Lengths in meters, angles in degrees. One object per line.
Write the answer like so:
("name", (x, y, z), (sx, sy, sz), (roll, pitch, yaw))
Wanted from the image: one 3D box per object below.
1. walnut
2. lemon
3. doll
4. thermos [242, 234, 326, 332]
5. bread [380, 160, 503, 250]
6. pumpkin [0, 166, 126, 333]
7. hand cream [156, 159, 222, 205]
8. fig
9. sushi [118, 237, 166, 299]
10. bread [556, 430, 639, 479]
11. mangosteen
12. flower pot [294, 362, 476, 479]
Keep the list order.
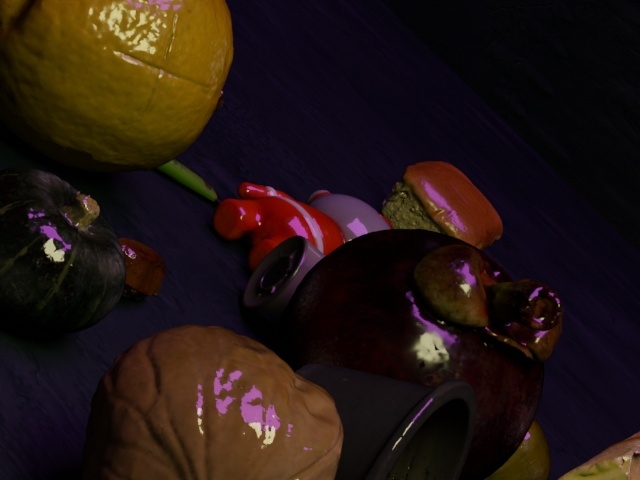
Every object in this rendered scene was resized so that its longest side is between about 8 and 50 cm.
("walnut", (-0.088, 0.174, 1.340), (0.228, 0.228, 0.228), (37, 17, -13))
("lemon", (-0.244, -0.217, 1.860), (0.297, 0.297, 0.297), (37, 17, -13))
("doll", (0.000, 0.000, 2.155), (0.200, 0.105, 0.336), (46, 25, 25))
("thermos", (0.024, 0.088, 1.925), (0.193, 0.137, 0.105), (41, 46, -21))
("bread", (0.190, -0.039, 2.615), (0.174, 0.121, 0.245), (43, 15, 12))
("pumpkin", (-0.254, 0.008, 1.523), (0.167, 0.125, 0.167), (22, 37, -18))
("hand cream", (-0.169, -0.079, 2.104), (0.122, 0.023, 0.036), (34, 14, -33))
("fig", (0.173, 0.273, 1.864), (0.124, 0.124, 0.236), (42, 41, 3))
("sushi", (-0.192, 0.032, 1.723), (0.052, 0.055, 0.120), (32, 5, 10))
("bread", (0.375, 0.353, 1.927), (0.236, 0.198, 0.263), (53, 21, 14))
("mangosteen", (0.096, 0.113, 1.731), (0.297, 0.293, 0.297), (3, 41, -3))
("flower pot", (0.022, 0.206, 1.528), (0.148, 0.235, 0.235), (25, 10, 24))
